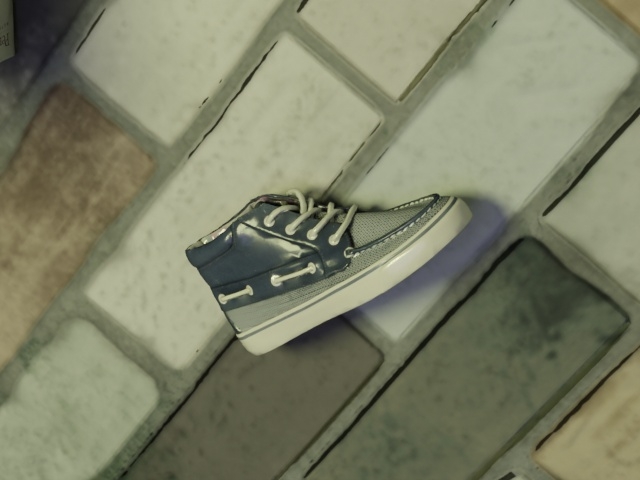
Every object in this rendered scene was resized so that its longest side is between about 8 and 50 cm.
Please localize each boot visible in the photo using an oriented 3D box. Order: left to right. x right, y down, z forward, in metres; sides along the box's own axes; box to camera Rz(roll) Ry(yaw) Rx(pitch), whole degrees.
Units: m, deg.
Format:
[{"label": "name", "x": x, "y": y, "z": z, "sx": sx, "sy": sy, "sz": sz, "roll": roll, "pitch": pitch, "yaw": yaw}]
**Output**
[{"label": "boot", "x": 0.000, "y": 0.000, "z": 1.126, "sx": 0.190, "sy": 0.069, "sz": 0.086, "roll": -31, "pitch": 100, "yaw": 29}]

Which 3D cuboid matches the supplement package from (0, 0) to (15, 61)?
[{"label": "supplement package", "x": -0.337, "y": -0.159, "z": 1.080, "sx": 0.204, "sy": 0.262, "sz": 0.145, "roll": 9, "pitch": 113, "yaw": 17}]
